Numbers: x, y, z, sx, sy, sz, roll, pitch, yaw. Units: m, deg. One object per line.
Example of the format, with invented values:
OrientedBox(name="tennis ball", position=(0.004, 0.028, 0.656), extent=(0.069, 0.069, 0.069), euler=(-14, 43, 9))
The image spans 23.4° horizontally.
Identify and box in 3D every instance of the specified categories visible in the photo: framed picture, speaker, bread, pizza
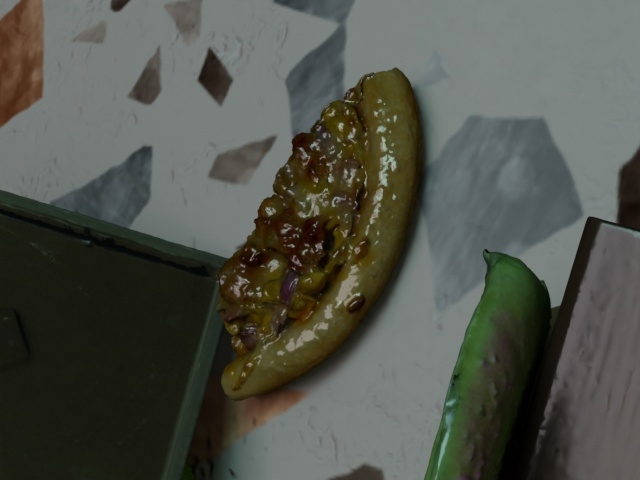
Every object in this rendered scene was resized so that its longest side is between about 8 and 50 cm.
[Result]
OrientedBox(name="framed picture", position=(-0.239, 0.065, 1.023), extent=(0.022, 0.335, 0.247), euler=(113, 172, -53))
OrientedBox(name="speaker", position=(0.192, 0.127, 0.743), extent=(0.193, 0.153, 0.230), euler=(16, 91, 32))
OrientedBox(name="bread", position=(0.067, 0.147, 0.803), extent=(0.045, 0.301, 0.301), euler=(17, 84, 9))
OrientedBox(name="pizza", position=(-0.002, -0.001, 1.038), extent=(0.246, 0.058, 0.127), euler=(-54, 48, 8))

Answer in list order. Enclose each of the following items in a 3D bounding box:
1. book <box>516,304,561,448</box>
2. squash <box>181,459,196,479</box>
OrientedBox(name="book", position=(0.196, 0.086, 0.869), extent=(0.199, 0.016, 0.138), euler=(-20, 63, 33))
OrientedBox(name="squash", position=(-0.105, 0.243, 1.008), extent=(0.101, 0.101, 0.378), euler=(-36, 54, 25))
